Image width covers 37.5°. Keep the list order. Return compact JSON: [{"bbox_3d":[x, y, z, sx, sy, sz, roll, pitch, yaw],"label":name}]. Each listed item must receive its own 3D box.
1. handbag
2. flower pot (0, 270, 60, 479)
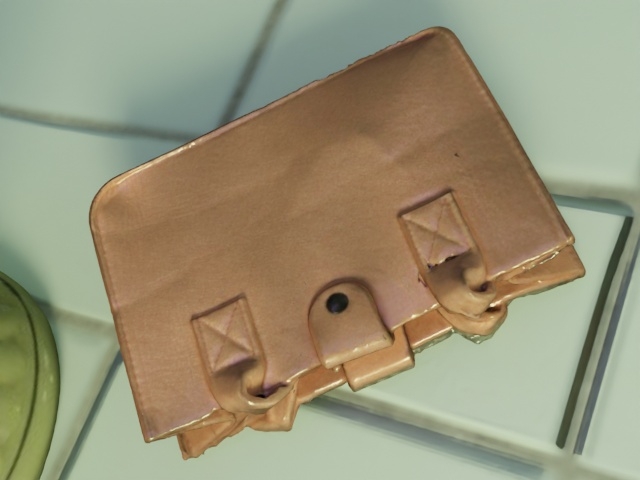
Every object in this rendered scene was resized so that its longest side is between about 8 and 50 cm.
[{"bbox_3d":[0.000,0.000,0.460,0.213,0.059,0.157,-26,56,7],"label":"handbag"},{"bbox_3d":[-0.279,0.055,0.439,0.308,0.244,0.307,-10,58,17],"label":"flower pot"}]
